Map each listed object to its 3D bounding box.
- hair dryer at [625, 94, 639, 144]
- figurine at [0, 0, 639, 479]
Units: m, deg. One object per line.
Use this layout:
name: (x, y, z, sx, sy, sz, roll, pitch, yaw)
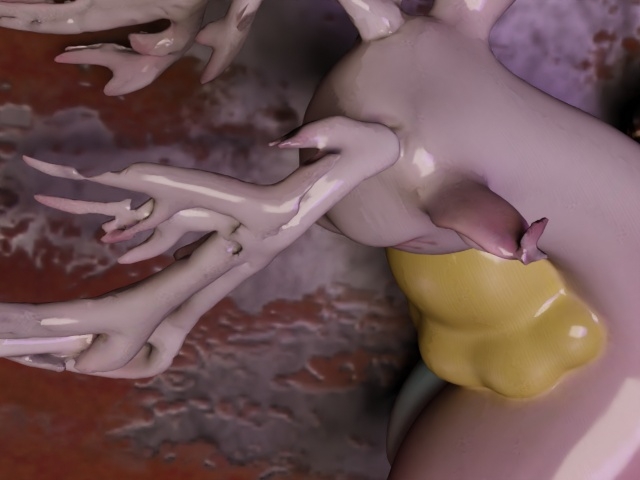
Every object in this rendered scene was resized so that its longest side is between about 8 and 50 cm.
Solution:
hair dryer: (0.263, 0.038, 0.808, 0.362, 0.128, 0.203, 43, 119, -5)
figurine: (0.002, 0.009, 0.700, 0.284, 0.206, 0.315, -10, 131, 22)
